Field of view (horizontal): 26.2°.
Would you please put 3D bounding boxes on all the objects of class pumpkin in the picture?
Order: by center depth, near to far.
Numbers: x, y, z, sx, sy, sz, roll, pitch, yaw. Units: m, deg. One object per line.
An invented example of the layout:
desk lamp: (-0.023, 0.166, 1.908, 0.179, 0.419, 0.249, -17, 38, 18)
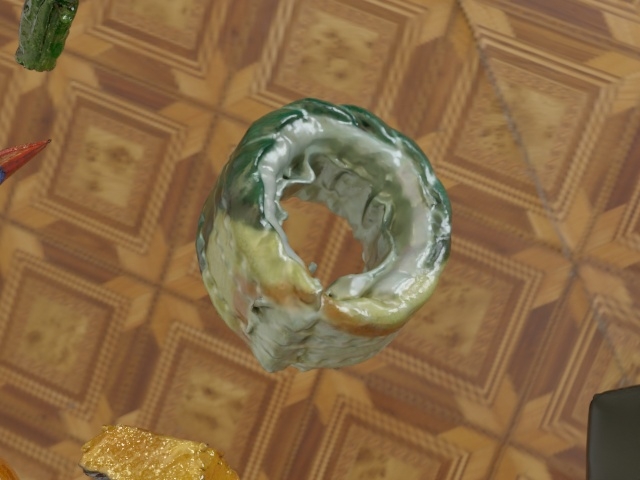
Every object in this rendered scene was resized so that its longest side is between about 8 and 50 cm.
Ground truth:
pumpkin: (-0.095, 0.142, 0.805, 0.083, 0.074, 0.054, 12, 68, 23)

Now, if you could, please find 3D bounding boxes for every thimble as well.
thimble: (0.000, 0.000, 1.466, 0.254, 0.288, 0.167, 22, 145, -8)

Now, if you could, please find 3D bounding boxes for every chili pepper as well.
chili pepper: (-0.256, -0.237, 1.384, 0.182, 0.050, 0.073, -33, 74, 47)

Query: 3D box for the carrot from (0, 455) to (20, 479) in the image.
carrot: (-0.334, 0.174, 1.167, 0.225, 0.067, 0.067, 33, 105, 21)

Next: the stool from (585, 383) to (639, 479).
stool: (0.292, 0.182, 0.940, 0.232, 0.232, 0.141, 2, 68, 18)

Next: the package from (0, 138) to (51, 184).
package: (-0.370, -0.072, 1.527, 0.083, 0.200, 0.022, -17, 107, 17)
